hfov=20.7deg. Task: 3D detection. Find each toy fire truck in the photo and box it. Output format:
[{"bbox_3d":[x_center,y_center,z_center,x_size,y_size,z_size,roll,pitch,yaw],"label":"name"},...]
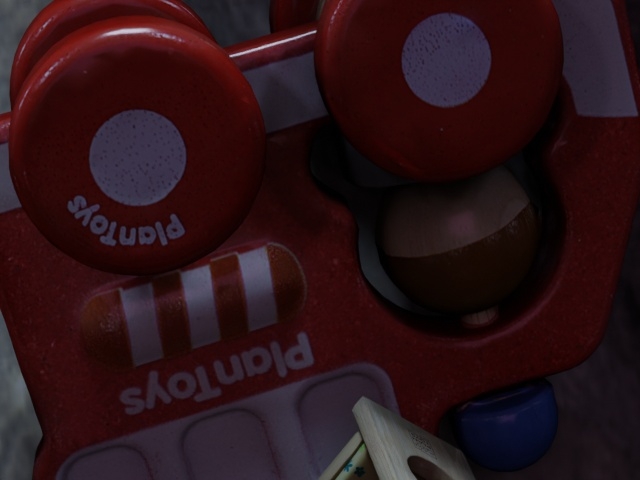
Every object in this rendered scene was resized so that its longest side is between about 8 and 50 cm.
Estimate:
[{"bbox_3d":[0.000,0.000,0.773,0.302,0.169,0.254,-16,107,-6],"label":"toy fire truck"}]

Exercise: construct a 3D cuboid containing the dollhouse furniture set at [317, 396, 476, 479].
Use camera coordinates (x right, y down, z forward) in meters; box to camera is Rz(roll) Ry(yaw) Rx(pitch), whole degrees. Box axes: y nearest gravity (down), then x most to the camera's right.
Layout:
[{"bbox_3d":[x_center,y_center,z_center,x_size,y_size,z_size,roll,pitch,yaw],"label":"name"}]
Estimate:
[{"bbox_3d":[0.035,0.193,0.748,0.161,0.101,0.182,31,106,-24],"label":"dollhouse furniture set"}]
